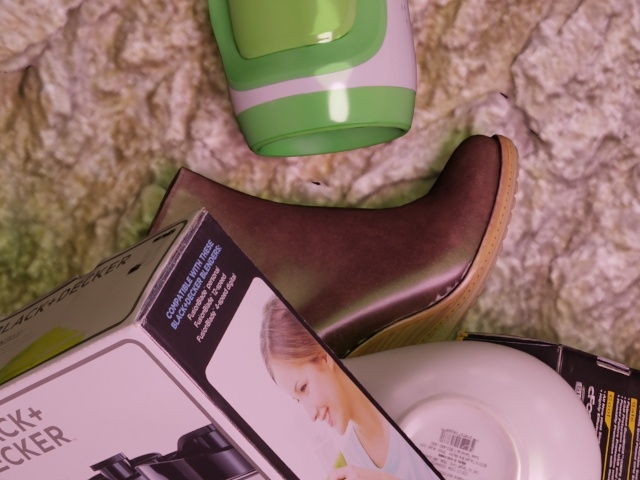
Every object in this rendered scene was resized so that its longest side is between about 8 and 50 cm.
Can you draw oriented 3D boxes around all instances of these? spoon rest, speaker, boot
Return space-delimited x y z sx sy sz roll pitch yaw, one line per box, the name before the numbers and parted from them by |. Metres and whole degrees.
spoon rest | 0.021 0.101 0.843 0.276 0.084 0.137 20 88 15
speaker | -0.013 -0.210 0.997 0.131 0.131 0.296 -6 85 -12
boot | 0.000 0.000 0.992 0.207 0.090 0.248 29 82 -9

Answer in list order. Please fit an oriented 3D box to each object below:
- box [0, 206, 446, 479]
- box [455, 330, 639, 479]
box | -0.037 0.139 0.752 0.290 0.169 0.087 50 38 -20
box | 0.154 0.235 0.930 0.257 0.079 0.322 20 77 -54
